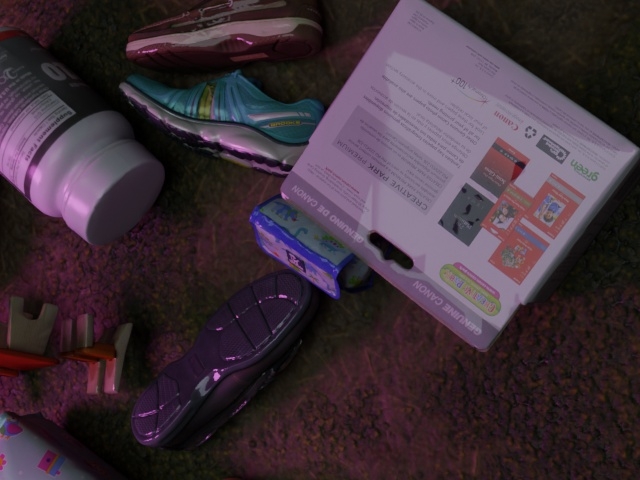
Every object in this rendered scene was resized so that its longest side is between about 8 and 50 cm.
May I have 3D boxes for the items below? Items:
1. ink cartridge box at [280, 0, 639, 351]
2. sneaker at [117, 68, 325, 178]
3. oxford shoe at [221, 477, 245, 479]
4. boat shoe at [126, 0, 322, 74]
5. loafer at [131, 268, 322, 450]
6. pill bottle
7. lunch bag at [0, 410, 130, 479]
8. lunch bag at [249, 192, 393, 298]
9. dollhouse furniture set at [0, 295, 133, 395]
[{"bbox_3d":[0.155,-0.074,1.272,0.309,0.130,0.272,39,103,18],"label":"ink cartridge box"},{"bbox_3d":[-0.121,-0.159,1.424,0.275,0.107,0.110,18,79,17],"label":"sneaker"},{"bbox_3d":[-0.200,0.456,1.420,0.130,0.133,0.363,31,105,24],"label":"oxford shoe"},{"bbox_3d":[-0.118,-0.267,1.418,0.257,0.095,0.095,-2,77,17],"label":"boat shoe"},{"bbox_3d":[-0.105,0.154,1.428,0.302,0.095,0.109,-42,45,14],"label":"loafer"},{"bbox_3d":[-0.343,-0.133,1.469,0.283,0.161,0.161,40,106,17],"label":"pill bottle"},{"bbox_3d":[-0.376,0.386,1.470,0.223,0.160,0.262,33,87,12],"label":"lunch bag"},{"bbox_3d":[0.000,0.000,1.331,0.129,0.151,0.096,33,103,18],"label":"lunch bag"},{"bbox_3d":[-0.408,0.153,1.461,0.259,0.262,0.135,-17,62,60],"label":"dollhouse furniture set"}]
